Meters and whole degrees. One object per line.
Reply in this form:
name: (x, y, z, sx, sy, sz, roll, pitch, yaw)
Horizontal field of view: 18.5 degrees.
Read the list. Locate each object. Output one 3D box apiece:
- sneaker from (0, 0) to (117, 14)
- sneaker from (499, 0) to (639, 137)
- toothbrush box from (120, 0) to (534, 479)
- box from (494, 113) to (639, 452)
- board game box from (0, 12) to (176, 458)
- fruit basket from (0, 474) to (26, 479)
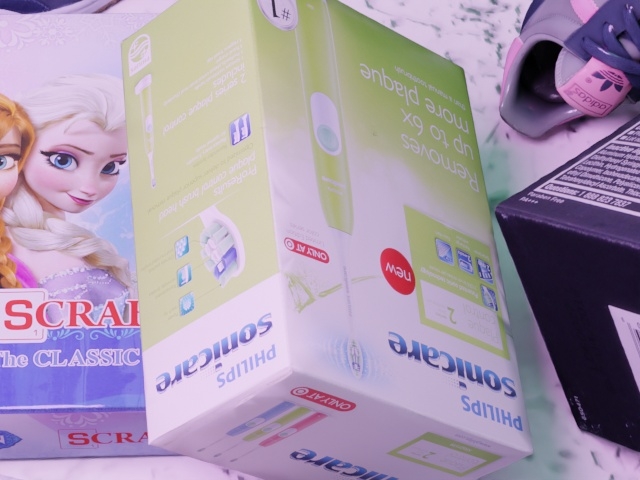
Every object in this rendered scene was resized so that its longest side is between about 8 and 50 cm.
sneaker: (-0.145, -0.247, 1.394, 0.282, 0.153, 0.099, -16, 57, -12)
sneaker: (0.219, -0.140, 1.263, 0.112, 0.319, 0.131, 35, 71, -10)
toothbrush box: (0.000, 0.000, 1.185, 0.206, 0.122, 0.283, 23, 49, -40)
box: (0.321, 0.004, 1.151, 0.294, 0.183, 0.296, -34, 26, -21)
board game box: (-0.192, -0.010, 1.285, 0.318, 0.066, 0.318, -1, 56, -4)
fruit basket: (-0.093, 0.304, 1.053, 0.353, 0.165, 0.327, 8, 54, 22)
